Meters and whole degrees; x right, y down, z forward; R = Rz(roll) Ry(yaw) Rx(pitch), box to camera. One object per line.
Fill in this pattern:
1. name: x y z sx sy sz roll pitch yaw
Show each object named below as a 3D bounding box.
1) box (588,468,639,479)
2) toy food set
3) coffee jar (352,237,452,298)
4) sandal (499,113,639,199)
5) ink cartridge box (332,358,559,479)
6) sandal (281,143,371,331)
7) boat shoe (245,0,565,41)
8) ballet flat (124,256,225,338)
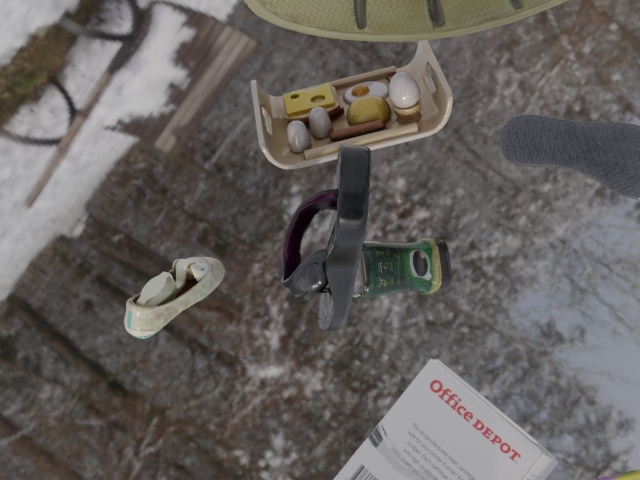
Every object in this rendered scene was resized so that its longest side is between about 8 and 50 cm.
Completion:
1. box: 0.248 0.358 0.719 0.177 0.279 0.290 -26 -178 41
2. toy food set: 0.044 -0.236 1.592 0.306 0.092 0.220 -13 -142 1
3. coffee jar: 0.133 0.046 1.654 0.079 0.184 0.096 -21 -107 61
4. sandal: 0.378 -0.124 1.365 0.054 0.254 0.097 -3 110 -71
5. ink cartridge box: 0.112 0.243 0.974 0.203 0.148 0.086 -50 149 1
6. sandal: 0.000 -0.003 1.406 0.446 0.107 0.168 98 -4 -63
7. boat shoe: 0.105 -0.178 0.471 0.113 0.302 0.103 70 9 -73
8. ballet flat: -0.164 0.052 1.142 0.168 0.057 0.052 -46 144 -48
